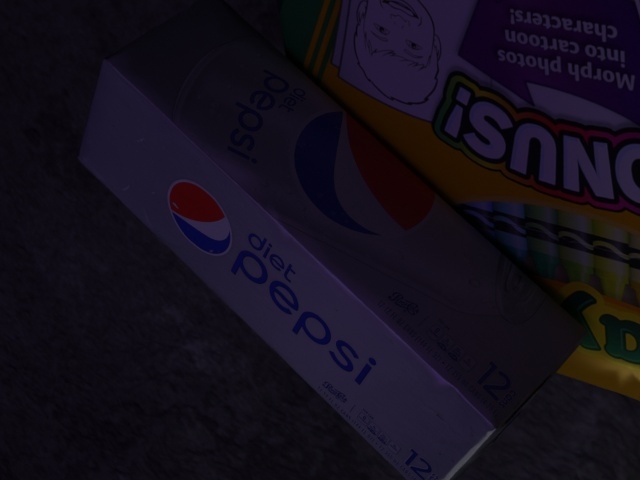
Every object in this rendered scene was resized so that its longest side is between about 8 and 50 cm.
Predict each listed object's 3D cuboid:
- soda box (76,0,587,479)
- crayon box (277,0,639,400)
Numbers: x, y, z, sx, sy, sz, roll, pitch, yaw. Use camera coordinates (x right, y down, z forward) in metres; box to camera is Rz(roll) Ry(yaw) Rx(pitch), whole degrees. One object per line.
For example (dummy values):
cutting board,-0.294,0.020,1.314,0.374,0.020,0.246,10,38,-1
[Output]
soda box,0.000,0.000,0.773,0.286,0.091,0.098,43,144,11
crayon box,0.150,-0.073,0.723,0.363,0.106,0.313,17,130,34
